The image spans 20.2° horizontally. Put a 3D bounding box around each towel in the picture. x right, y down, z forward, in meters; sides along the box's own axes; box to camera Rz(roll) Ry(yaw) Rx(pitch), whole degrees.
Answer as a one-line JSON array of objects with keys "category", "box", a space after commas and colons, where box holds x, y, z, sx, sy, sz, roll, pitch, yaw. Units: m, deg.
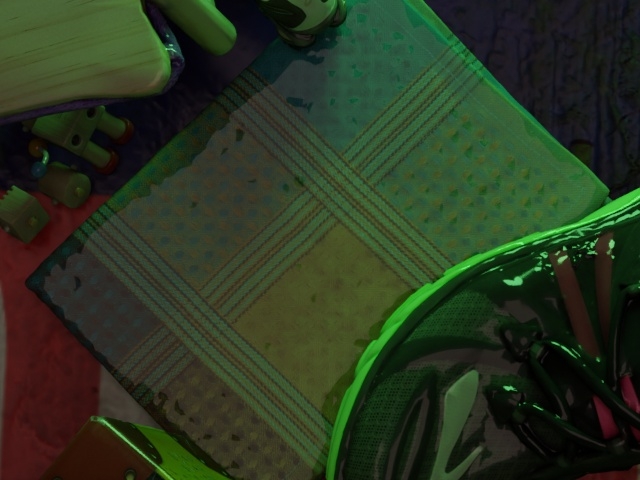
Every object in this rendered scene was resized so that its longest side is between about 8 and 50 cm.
[{"category": "towel", "box": [0.000, 0.000, 1.363, 0.370, 0.040, 0.271, -43, 88, -5]}]

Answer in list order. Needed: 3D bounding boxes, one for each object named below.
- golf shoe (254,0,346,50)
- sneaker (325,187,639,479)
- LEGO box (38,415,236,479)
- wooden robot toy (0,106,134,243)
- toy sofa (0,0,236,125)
[{"category": "golf shoe", "box": [-0.059, -0.232, 1.338, 0.198, 0.094, 0.077, 42, 86, 18]}, {"category": "sneaker", "box": [0.211, 0.080, 1.270, 0.482, 0.202, 0.185, -35, 114, -4]}, {"category": "LEGO box", "box": [-0.056, 0.416, 1.161, 0.500, 0.193, 0.372, 39, 90, 18]}, {"category": "wooden robot toy", "box": [-0.199, -0.083, 1.356, 0.079, 0.076, 0.173, 24, 83, 34]}, {"category": "toy sofa", "box": [-0.252, -0.132, 1.254, 0.362, 0.150, 0.177, -14, 78, 10]}]
